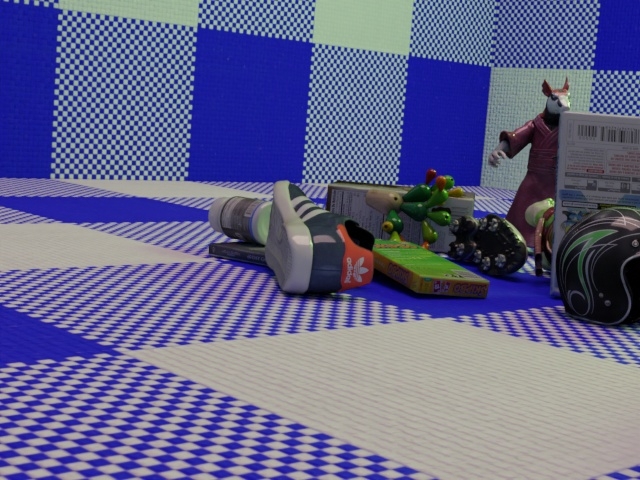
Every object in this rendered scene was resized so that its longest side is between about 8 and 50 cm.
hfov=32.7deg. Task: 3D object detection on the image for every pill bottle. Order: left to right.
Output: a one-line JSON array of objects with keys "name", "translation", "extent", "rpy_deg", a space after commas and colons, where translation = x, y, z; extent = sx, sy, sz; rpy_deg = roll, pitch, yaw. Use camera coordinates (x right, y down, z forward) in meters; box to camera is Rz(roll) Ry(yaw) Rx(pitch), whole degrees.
[{"name": "pill bottle", "translation": [-0.130, -0.037, 1.921], "extent": [0.078, 0.078, 0.137], "rpy_deg": [-2, 9, -44]}]

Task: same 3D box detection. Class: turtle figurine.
[{"name": "turtle figurine", "translation": [0.479, -0.017, 1.896], "extent": [0.198, 0.274, 0.266], "rpy_deg": [38, -3, -10]}]

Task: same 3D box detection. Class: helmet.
[{"name": "helmet", "translation": [0.417, 0.032, 1.539], "extent": [0.169, 0.161, 0.169], "rpy_deg": [4, 7, -1]}]

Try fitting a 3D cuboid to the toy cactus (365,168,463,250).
[{"name": "toy cactus", "translation": [0.165, -0.064, 2.099], "extent": [0.180, 0.219, 0.112], "rpy_deg": [19, -26, 32]}]

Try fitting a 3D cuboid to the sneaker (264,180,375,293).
[{"name": "sneaker", "translation": [0.000, 0.000, 1.683], "extent": [0.148, 0.131, 0.350], "rpy_deg": [4, 20, -10]}]

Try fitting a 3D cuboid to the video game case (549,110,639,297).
[{"name": "video game case", "translation": [0.535, -0.046, 1.723], "extent": [0.329, 0.300, 0.036], "rpy_deg": [5, -10, 2]}]

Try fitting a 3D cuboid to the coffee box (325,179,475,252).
[{"name": "coffee box", "translation": [0.165, -0.051, 2.253], "extent": [0.297, 0.118, 0.168], "rpy_deg": [6, 8, 9]}]

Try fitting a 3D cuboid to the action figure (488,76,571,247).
[{"name": "action figure", "translation": [0.496, -0.153, 2.266], "extent": [0.248, 0.370, 0.276], "rpy_deg": [8, 7, 23]}]

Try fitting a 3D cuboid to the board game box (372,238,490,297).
[{"name": "board game box", "translation": [0.147, 0.039, 1.733], "extent": [0.124, 0.039, 0.259], "rpy_deg": [6, 14, -25]}]

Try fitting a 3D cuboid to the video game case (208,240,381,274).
[{"name": "video game case", "translation": [-0.025, 0.029, 1.866], "extent": [0.274, 0.026, 0.196], "rpy_deg": [10, 9, 36]}]

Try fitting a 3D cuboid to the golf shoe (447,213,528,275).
[{"name": "golf shoe", "translation": [0.329, 0.007, 1.973], "extent": [0.120, 0.105, 0.273], "rpy_deg": [10, 6, -14]}]
